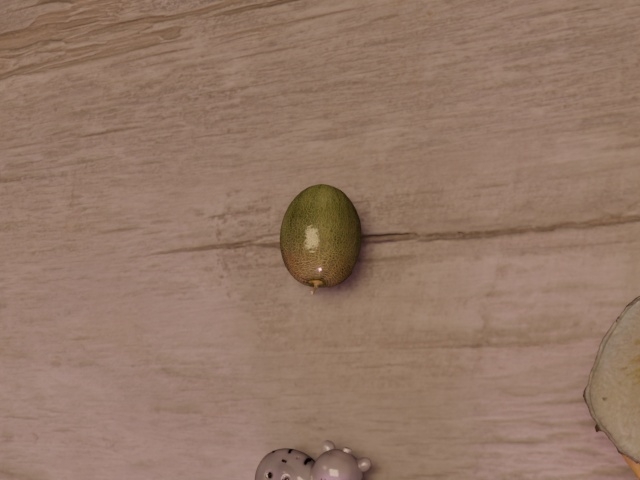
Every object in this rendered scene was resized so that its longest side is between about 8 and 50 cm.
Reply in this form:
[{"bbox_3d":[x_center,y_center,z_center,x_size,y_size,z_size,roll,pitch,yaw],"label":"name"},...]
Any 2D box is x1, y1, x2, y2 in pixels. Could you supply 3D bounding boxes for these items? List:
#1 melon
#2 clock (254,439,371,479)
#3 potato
[{"bbox_3d":[0.000,0.000,1.318,0.139,0.139,0.192,-6,62,22],"label":"melon"},{"bbox_3d":[-0.016,0.357,1.210,0.176,0.080,0.117,12,75,27],"label":"clock"},{"bbox_3d":[0.487,0.214,0.997,0.246,0.196,0.299,-33,30,24],"label":"potato"}]
